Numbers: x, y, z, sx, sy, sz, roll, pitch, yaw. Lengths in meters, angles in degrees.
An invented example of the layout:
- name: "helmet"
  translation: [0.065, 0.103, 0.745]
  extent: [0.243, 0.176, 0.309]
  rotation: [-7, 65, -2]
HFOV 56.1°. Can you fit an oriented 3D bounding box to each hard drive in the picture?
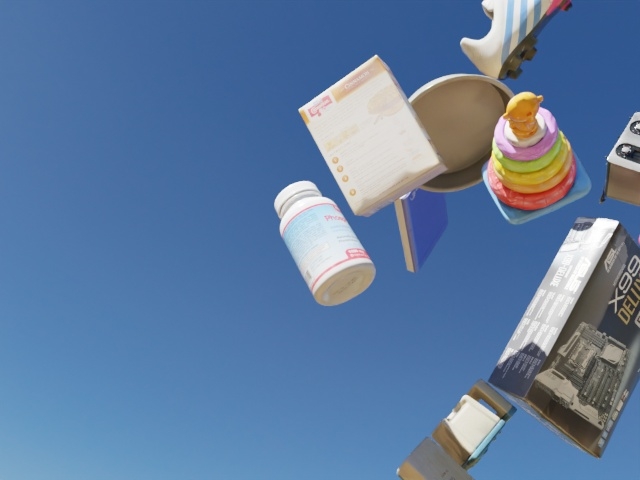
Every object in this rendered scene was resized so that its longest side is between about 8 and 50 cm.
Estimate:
- name: "hard drive"
  translation: [0.287, -0.083, 1.674]
  extent: [0.040, 0.210, 0.318]
  rotation: [21, -30, 30]

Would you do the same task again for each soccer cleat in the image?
- name: "soccer cleat"
  translation: [0.402, -0.467, 1.149]
  extent: [0.143, 0.331, 0.116]
  rotation: [39, 3, 16]

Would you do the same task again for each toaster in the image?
- name: "toaster"
  translation: [0.775, -0.187, 1.466]
  extent: [0.110, 0.168, 0.185]
  rotation: [27, -18, 33]

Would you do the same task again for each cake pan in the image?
- name: "cake pan"
  translation: [0.294, -0.239, 1.330]
  extent: [0.294, 0.054, 0.293]
  rotation: [-5, -50, -5]

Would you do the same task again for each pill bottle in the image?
- name: "pill bottle"
  translation: [0.000, 0.000, 0.795]
  extent: [0.087, 0.160, 0.087]
  rotation: [-22, -31, -14]

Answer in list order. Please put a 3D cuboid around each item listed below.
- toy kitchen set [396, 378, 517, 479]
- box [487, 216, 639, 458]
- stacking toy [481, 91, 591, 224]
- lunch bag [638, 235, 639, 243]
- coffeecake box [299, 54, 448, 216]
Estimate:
- name: "toy kitchen set"
  translation: [0.197, 0.321, 0.840]
  extent: [0.122, 0.207, 0.166]
  rotation: [41, -41, 21]
- name: "box"
  translation: [0.425, 0.154, 0.950]
  extent: [0.242, 0.307, 0.077]
  rotation: [39, -12, -30]
- name: "stacking toy"
  translation: [0.366, -0.171, 1.064]
  extent: [0.175, 0.165, 0.302]
  rotation: [-26, -29, 13]
- name: "lunch bag"
  translation: [0.826, -0.011, 1.184]
  extent: [0.293, 0.258, 0.120]
  rotation: [33, -51, 55]
- name: "coffeecake box"
  translation: [0.077, -0.150, 0.886]
  extent: [0.142, 0.185, 0.068]
  rotation: [-31, -12, 19]
